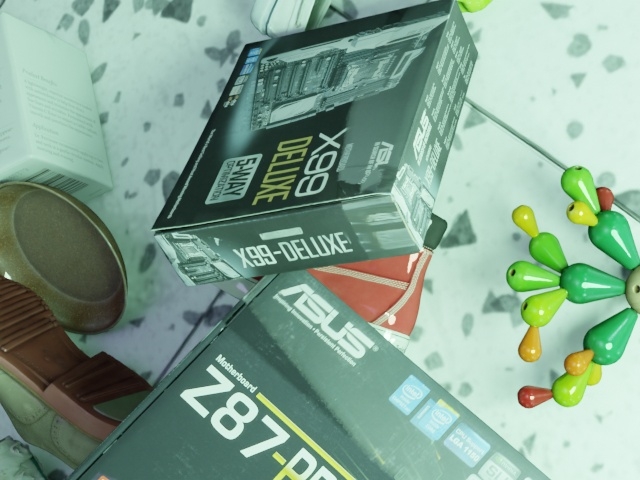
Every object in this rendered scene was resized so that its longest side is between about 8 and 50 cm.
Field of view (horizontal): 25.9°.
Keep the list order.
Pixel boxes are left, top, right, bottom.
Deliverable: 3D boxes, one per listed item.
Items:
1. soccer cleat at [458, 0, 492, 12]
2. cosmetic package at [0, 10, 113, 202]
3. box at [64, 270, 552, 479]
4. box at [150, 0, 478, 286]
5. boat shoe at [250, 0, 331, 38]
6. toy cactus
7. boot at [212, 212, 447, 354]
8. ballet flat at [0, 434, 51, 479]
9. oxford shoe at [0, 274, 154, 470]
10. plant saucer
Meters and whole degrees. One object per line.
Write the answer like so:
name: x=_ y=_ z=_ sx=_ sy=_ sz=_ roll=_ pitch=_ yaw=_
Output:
soccer cleat: x=0.130 y=-0.311 z=1.415 sx=0.072 sy=0.060 sz=0.179 roll=-33 pitch=72 yaw=7
cosmetic package: x=-0.351 y=-0.129 z=1.570 sx=0.151 sy=0.151 sz=0.183 roll=-23 pitch=68 yaw=22
box: x=0.007 y=0.255 z=1.225 sx=0.395 sy=0.097 sz=0.318 roll=41 pitch=77 yaw=19
box: x=0.003 y=-0.097 z=1.326 sx=0.242 sy=0.076 sz=0.307 roll=-9 pitch=38 yaw=27
boat shoe: x=0.013 y=-0.305 z=1.469 sx=0.076 sy=0.083 sz=0.226 roll=35 pitch=108 yaw=18
toy cactus: x=0.258 y=0.047 z=1.252 sx=0.181 sy=0.112 sz=0.219 roll=4 pitch=77 yaw=10
boot: x=0.000 y=0.000 z=1.395 sx=0.244 sy=0.088 sz=0.176 roll=17 pitch=87 yaw=22
ballet flat: x=-0.427 y=0.393 z=1.512 sx=0.409 sy=0.147 sz=0.147 roll=-49 pitch=62 yaw=11
oxford shoe: x=-0.328 y=0.147 z=1.501 sx=0.348 sy=0.123 sz=0.130 roll=35 pitch=123 yaw=25
plant saucer: x=-0.284 y=0.013 z=1.517 sx=0.199 sy=0.036 sz=0.198 roll=19 pitch=132 yaw=23
